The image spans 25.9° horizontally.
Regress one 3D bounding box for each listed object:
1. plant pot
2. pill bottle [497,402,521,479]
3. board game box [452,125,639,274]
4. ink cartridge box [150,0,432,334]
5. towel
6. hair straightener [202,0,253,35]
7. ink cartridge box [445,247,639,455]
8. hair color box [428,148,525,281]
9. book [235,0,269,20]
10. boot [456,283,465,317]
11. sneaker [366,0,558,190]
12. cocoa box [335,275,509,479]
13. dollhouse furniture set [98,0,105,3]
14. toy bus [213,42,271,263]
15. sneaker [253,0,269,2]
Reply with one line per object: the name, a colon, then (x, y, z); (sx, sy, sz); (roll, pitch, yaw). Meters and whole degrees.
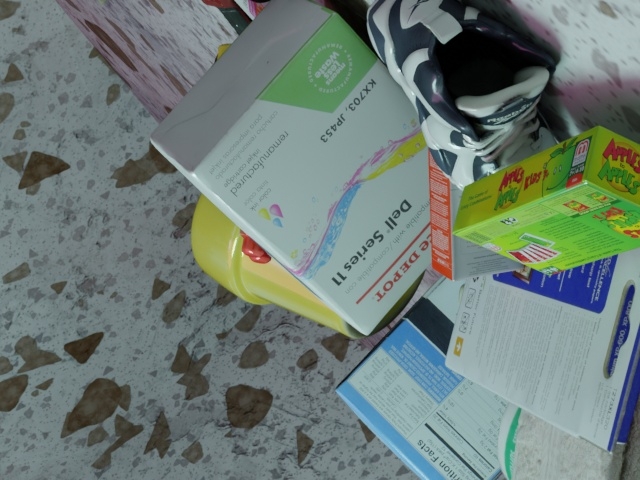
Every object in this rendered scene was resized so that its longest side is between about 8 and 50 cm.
plant pot: (0.000, 0.000, 1.819); (0.239, 0.254, 0.254); (36, 169, 30)
pill bottle: (0.350, 0.247, 1.302); (0.361, 0.204, 0.204); (38, 170, 47)
board game box: (0.181, -0.024, 1.006); (0.092, 0.043, 0.181); (22, 161, -19)
ink cartridge box: (0.027, -0.054, 1.396); (0.353, 0.207, 0.119); (43, 176, -36)
towel: (0.231, 0.142, 1.217); (0.049, 0.282, 0.187); (10, 177, -14)
hair straightener: (-0.108, -0.293, 1.635); (0.230, 0.047, 0.089); (43, -162, -38)
ink cartridge box: (0.205, 0.057, 1.155); (0.069, 0.175, 0.371); (14, -178, -12)
hair color box: (0.131, -0.042, 1.172); (0.043, 0.072, 0.141); (-145, 49, -63)
book: (-0.051, -0.252, 1.526); (0.144, 0.035, 0.096); (47, 172, 11)
boot: (0.204, 0.061, 1.464); (0.165, 0.077, 0.213); (10, 152, 48)
sneaker: (0.134, -0.090, 1.048); (0.235, 0.094, 0.153); (59, 178, -22)
cocoa box: (0.185, 0.209, 1.893); (0.231, 0.228, 0.347); (44, 177, 10)
dollhouse furniture set: (-0.281, -0.399, 1.608); (0.129, 0.129, 0.183); (42, 174, 30)
toy bus: (-0.046, -0.087, 1.508); (0.150, 0.211, 0.220); (9, 164, 15)
sneaker: (-0.131, -0.299, 1.296); (0.107, 0.124, 0.283); (42, 173, 34)
